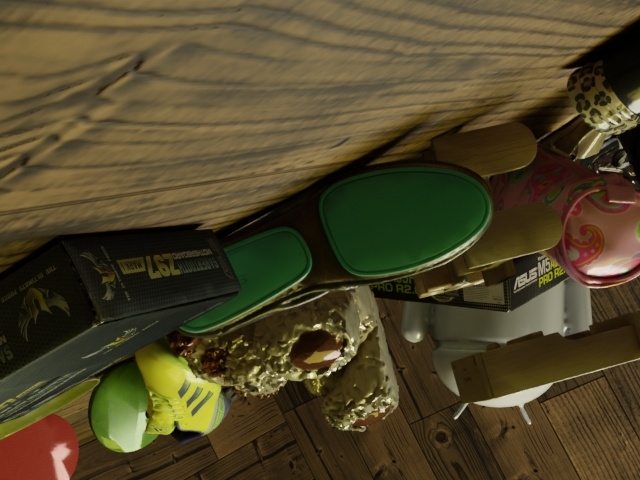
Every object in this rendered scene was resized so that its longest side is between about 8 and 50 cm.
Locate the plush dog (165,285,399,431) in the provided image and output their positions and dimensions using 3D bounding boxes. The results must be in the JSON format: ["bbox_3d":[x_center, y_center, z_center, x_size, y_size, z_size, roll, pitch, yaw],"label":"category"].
[{"bbox_3d":[-0.053,0.097,1.057,0.225,0.211,0.262,-15,148,15],"label":"plush dog"}]

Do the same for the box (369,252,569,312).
[{"bbox_3d":[0.180,0.026,1.248,0.270,0.060,0.216,4,-164,40],"label":"box"}]

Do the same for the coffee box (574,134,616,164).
[{"bbox_3d":[0.541,-0.134,1.750,0.141,0.098,0.246,-29,173,12],"label":"coffee box"}]

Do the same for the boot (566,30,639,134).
[{"bbox_3d":[0.338,-0.165,0.832,0.178,0.085,0.236,-30,167,39],"label":"boot"}]

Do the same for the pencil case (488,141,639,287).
[{"bbox_3d":[0.279,-0.038,1.074,0.124,0.124,0.284,-28,-166,3],"label":"pencil case"}]

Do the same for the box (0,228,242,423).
[{"bbox_3d":[-0.192,0.071,0.645,0.232,0.059,0.183,-30,171,19],"label":"box"}]

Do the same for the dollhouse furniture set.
[{"bbox_3d":[0.190,0.018,0.912,0.161,0.242,0.212,-13,170,-8],"label":"dollhouse furniture set"}]

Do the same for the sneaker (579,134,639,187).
[{"bbox_3d":[0.503,-0.145,1.461,0.281,0.106,0.162,-16,-160,-8],"label":"sneaker"}]

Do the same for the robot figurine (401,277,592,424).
[{"bbox_3d":[0.279,0.105,1.480,0.299,0.354,0.200,4,172,3],"label":"robot figurine"}]

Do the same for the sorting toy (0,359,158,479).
[{"bbox_3d":[-0.312,0.229,1.320,0.365,0.127,0.126,-25,-158,-37],"label":"sorting toy"}]

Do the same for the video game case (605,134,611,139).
[{"bbox_3d":[0.361,-0.129,1.404,0.087,0.011,0.122,-24,180,-26],"label":"video game case"}]

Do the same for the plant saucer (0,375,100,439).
[{"bbox_3d":[-0.347,0.184,0.978,0.241,0.037,0.241,-27,172,-4],"label":"plant saucer"}]

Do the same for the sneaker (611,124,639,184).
[{"bbox_3d":[0.397,-0.166,0.988,0.101,0.153,0.269,16,113,-27],"label":"sneaker"}]

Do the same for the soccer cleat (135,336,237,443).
[{"bbox_3d":[-0.184,0.200,1.208,0.121,0.093,0.289,-46,160,-12],"label":"soccer cleat"}]

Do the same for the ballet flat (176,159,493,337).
[{"bbox_3d":[0.000,0.000,0.776,0.280,0.095,0.096,-17,-177,1],"label":"ballet flat"}]

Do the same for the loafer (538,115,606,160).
[{"bbox_3d":[0.340,-0.133,1.194,0.056,0.050,0.148,-23,172,-34],"label":"loafer"}]
